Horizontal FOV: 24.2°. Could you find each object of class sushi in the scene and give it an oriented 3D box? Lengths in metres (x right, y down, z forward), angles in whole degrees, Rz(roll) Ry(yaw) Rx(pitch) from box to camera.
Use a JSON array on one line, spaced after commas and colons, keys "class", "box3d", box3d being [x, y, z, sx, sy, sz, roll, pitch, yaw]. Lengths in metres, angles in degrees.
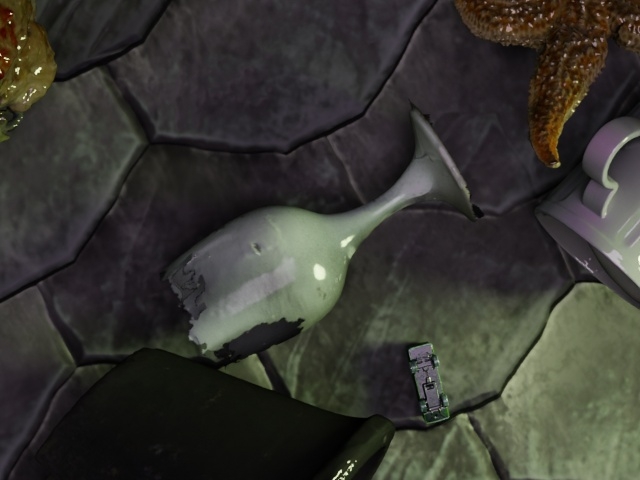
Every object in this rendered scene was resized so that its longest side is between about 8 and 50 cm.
[{"class": "sushi", "box3d": [-0.356, -0.149, 1.345, 0.219, 0.238, 0.225, -9, 129, 36]}]

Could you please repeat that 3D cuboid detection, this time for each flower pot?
[{"class": "flower pot", "box3d": [-0.126, 0.255, 1.431, 0.251, 0.379, 0.379, 35, 93, 12]}]

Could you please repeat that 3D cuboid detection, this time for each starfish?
[{"class": "starfish", "box3d": [0.299, -0.209, 1.430, 0.293, 0.301, 0.084, -13, 133, -8]}]

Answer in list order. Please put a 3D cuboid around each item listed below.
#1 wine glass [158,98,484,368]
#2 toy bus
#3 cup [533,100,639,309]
[{"class": "wine glass", "box3d": [0.000, 0.000, 1.477, 0.321, 0.143, 0.143, -33, 100, 1]}, {"class": "toy bus", "box3d": [0.111, 0.147, 1.559, 0.031, 0.037, 0.083, -14, 99, -3]}, {"class": "cup", "box3d": [0.337, -0.050, 1.469, 0.167, 0.221, 0.202, 41, 88, 7]}]
